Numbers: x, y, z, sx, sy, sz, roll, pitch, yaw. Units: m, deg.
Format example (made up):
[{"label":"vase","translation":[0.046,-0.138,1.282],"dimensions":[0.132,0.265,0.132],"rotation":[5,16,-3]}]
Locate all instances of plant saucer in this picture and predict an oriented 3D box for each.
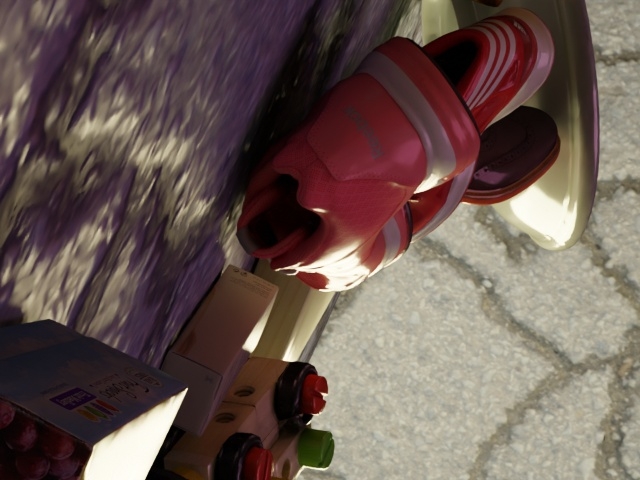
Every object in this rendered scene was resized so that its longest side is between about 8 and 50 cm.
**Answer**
[{"label":"plant saucer","translation":[0.173,-0.181,1.474],"dimensions":[0.400,0.101,0.400],"rotation":[170,-90,-84]}]

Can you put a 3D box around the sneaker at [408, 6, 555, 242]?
[{"label":"sneaker","translation":[0.063,-0.077,1.051],"dimensions":[0.128,0.087,0.221],"rotation":[-13,142,-51]}]

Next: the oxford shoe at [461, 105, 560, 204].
[{"label":"oxford shoe","translation":[0.110,-0.090,1.223],"dimensions":[0.271,0.097,0.098],"rotation":[-13,133,-39]}]

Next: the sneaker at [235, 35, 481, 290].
[{"label":"sneaker","translation":[-0.008,-0.029,0.983],"dimensions":[0.136,0.116,0.314],"rotation":[-32,170,-20]}]

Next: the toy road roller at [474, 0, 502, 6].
[{"label":"toy road roller","translation":[0.178,-0.242,0.913],"dimensions":[0.329,0.241,0.202],"rotation":[-16,131,-84]}]

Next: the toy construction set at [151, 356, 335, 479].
[{"label":"toy construction set","translation":[-0.068,0.209,1.068],"dimensions":[0.327,0.151,0.215],"rotation":[-74,161,-64]}]

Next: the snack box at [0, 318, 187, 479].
[{"label":"snack box","translation":[-0.126,0.134,0.480],"dimensions":[0.207,0.070,0.174],"rotation":[-64,176,2]}]

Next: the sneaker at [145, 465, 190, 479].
[{"label":"sneaker","translation":[-0.144,0.276,0.884],"dimensions":[0.283,0.107,0.124],"rotation":[-66,170,11]}]

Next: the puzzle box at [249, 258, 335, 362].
[{"label":"puzzle box","translation":[0.000,0.000,1.388],"dimensions":[0.409,0.052,0.272],"rotation":[-59,172,-59]}]

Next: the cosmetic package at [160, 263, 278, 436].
[{"label":"cosmetic package","translation":[-0.071,0.072,0.989],"dimensions":[0.115,0.041,0.060],"rotation":[-58,172,-58]}]
